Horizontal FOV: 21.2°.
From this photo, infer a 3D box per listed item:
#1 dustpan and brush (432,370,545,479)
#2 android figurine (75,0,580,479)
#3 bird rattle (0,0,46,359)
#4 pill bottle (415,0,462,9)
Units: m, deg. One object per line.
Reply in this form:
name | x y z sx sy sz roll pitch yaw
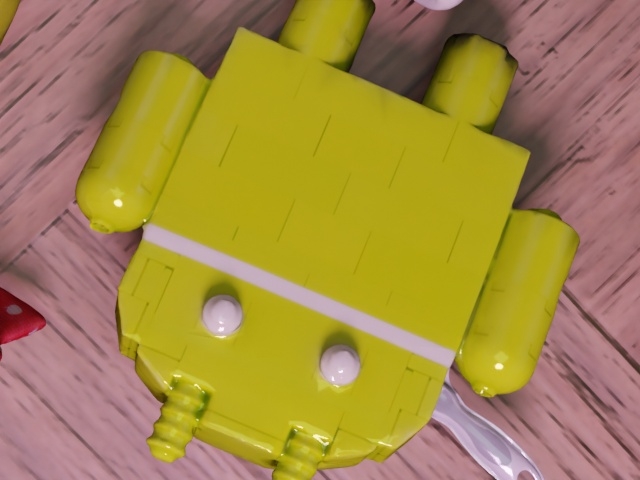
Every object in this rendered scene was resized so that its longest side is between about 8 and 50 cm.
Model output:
dustpan and brush | 0.037 0.060 0.907 0.211 0.060 0.147 43 87 -6
android figurine | 0.000 0.000 0.864 0.248 0.056 0.272 25 69 -1
bird rattle | -0.223 -0.043 0.814 0.143 0.207 0.253 1 82 11
pill bottle | 0.102 -0.227 0.879 0.208 0.117 0.117 -42 96 -4
